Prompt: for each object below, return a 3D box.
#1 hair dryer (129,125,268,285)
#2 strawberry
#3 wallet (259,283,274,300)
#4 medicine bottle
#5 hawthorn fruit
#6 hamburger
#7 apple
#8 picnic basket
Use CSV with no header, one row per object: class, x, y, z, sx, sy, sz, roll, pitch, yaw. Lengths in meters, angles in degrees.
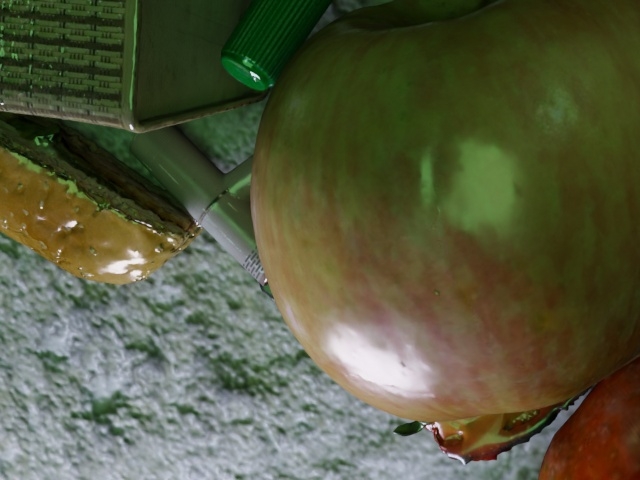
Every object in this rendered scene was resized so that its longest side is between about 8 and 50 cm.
hair dryer,-0.051,-0.101,1.169,0.195,0.053,0.220,44,102,8
strawberry,0.164,0.137,1.177,0.140,0.085,0.192,43,103,2
wallet,0.000,0.000,1.210,0.082,0.018,0.157,31,106,3
medicine bottle,0.011,-0.268,1.059,0.111,0.076,0.309,32,77,-2
hawthorn fruit,0.325,0.229,1.085,0.284,0.284,0.284,2,102,9
hamburger,-0.257,-0.041,1.190,0.262,0.124,0.131,34,106,2
apple,0.135,-0.039,0.993,0.391,0.391,0.346,-13,104,12
picnic basket,-0.165,-0.223,1.045,0.175,0.313,0.228,10,105,17
